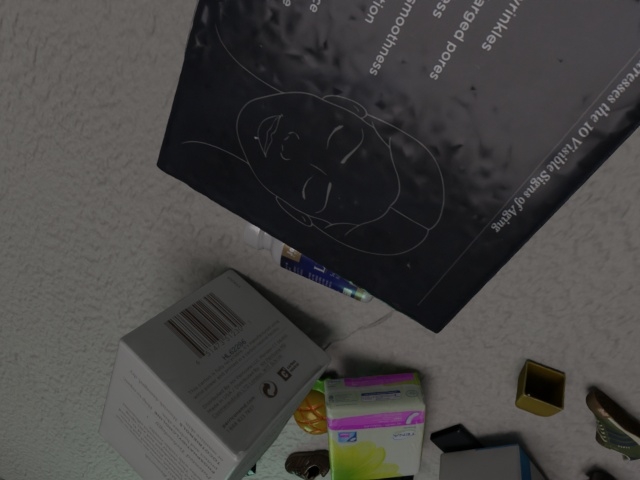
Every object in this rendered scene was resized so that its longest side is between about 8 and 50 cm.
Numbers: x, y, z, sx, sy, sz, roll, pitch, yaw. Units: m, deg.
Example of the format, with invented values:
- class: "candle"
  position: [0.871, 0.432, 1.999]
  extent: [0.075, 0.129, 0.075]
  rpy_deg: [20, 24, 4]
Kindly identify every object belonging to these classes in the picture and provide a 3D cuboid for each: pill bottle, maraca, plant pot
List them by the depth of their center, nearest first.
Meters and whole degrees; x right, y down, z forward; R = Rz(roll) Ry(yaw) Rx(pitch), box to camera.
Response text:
- class: "pill bottle"
  position: [0.000, 0.000, 0.974]
  extent: [0.264, 0.153, 0.153]
  rpy_deg: [22, 129, 7]
- class: "plant pot"
  position: [0.439, 0.311, 1.057]
  extent: [0.081, 0.081, 0.083]
  rpy_deg: [20, 141, 9]
- class: "maraca"
  position: [-0.010, 0.411, 1.303]
  extent: [0.127, 0.099, 0.186]
  rpy_deg: [14, 115, 12]

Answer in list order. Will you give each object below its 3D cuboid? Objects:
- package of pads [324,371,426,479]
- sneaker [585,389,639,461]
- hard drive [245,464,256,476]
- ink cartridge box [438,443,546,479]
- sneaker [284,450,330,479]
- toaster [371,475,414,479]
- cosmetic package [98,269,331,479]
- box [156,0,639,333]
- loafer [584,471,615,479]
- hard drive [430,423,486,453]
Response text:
- class: "package of pads"
  position: [0.130, 0.443, 1.222]
  extent: [0.229, 0.101, 0.297]
  rpy_deg: [-4, 125, -2]
- class: "sneaker"
  position: [0.590, 0.386, 1.049]
  extent: [0.192, 0.064, 0.086]
  rpy_deg: [37, 124, -9]
- class: "hard drive"
  position: [-0.332, 0.694, 1.663]
  extent: [0.254, 0.054, 0.172]
  rpy_deg: [-24, 111, 34]
- class: "ink cartridge box"
  position: [0.422, 0.638, 1.192]
  extent: [0.198, 0.197, 0.270]
  rpy_deg: [-24, 119, 32]
- class: "sneaker"
  position: [-0.046, 0.663, 1.509]
  extent: [0.188, 0.071, 0.066]
  rpy_deg: [-32, 107, 36]
- class: "toaster"
  position: [0.145, 0.638, 1.378]
  extent: [0.226, 0.129, 0.146]
  rpy_deg: [24, 133, 3]
- class: "cosmetic package"
  position: [-0.245, 0.352, 1.172]
  extent: [0.327, 0.329, 0.394]
  rpy_deg: [39, 131, 13]
- class: "box"
  position: [0.103, -0.211, 0.690]
  extent: [0.471, 0.297, 0.480]
  rpy_deg: [32, 129, 1]
- class: "loafer"
  position: [0.648, 0.698, 1.143]
  extent: [0.130, 0.133, 0.366]
  rpy_deg: [-22, 87, 36]
- class: "hard drive"
  position: [0.348, 0.510, 1.267]
  extent: [0.135, 0.022, 0.094]
  rpy_deg: [44, 128, -11]
